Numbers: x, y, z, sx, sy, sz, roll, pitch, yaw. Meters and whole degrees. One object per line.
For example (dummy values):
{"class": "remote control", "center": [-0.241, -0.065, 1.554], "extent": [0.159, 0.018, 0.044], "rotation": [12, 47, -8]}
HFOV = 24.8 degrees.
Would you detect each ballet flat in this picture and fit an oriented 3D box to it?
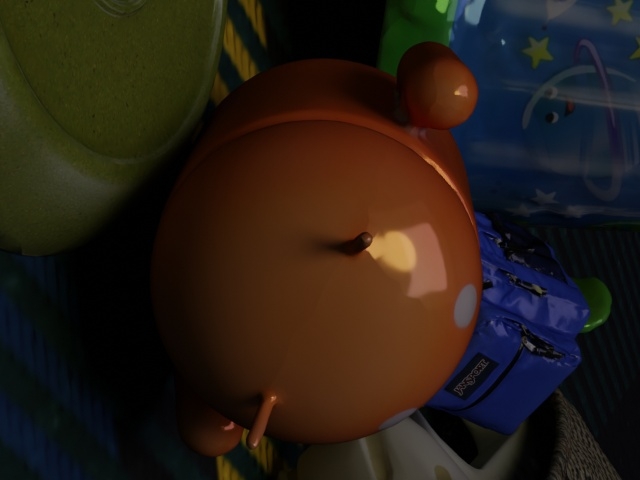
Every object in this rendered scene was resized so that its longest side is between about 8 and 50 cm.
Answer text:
{"class": "ballet flat", "center": [0.063, 0.158, 0.780], "extent": [0.182, 0.164, 0.483], "rotation": [66, 18, 1]}

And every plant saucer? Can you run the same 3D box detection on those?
{"class": "plant saucer", "center": [-0.089, -0.115, 0.531], "extent": [0.241, 0.037, 0.241], "rotation": [-1, 90, -67]}

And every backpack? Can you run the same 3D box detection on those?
{"class": "backpack", "center": [0.065, 0.034, 0.722], "extent": [0.120, 0.098, 0.101], "rotation": [27, 21, -30]}

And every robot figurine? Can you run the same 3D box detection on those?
{"class": "robot figurine", "center": [-0.001, 0.002, 0.583], "extent": [0.219, 0.158, 0.128], "rotation": [-83, 155, -72]}

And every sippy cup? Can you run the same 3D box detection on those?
{"class": "sippy cup", "center": [0.153, -0.102, 0.792], "extent": [0.305, 0.224, 0.240], "rotation": [86, 16, -67]}
